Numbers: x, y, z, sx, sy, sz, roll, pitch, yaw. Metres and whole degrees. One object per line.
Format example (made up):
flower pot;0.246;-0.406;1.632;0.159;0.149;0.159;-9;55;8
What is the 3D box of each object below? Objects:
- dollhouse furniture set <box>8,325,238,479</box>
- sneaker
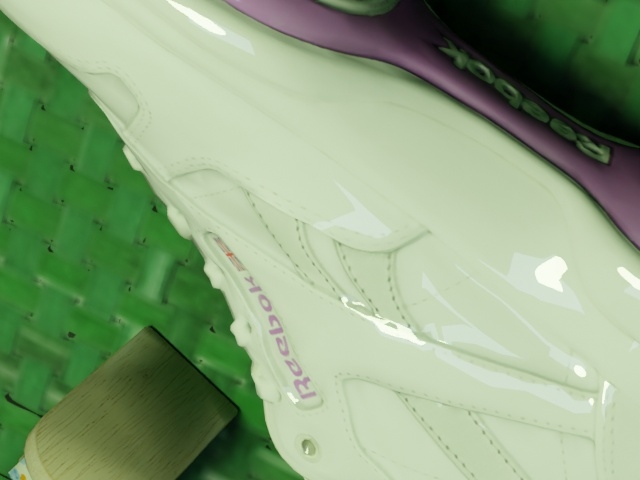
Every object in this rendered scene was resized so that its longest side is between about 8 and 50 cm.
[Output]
dollhouse furniture set;-0.141;0.129;0.585;0.242;0.161;0.212;43;120;2
sneaker;0.000;0.000;0.501;0.305;0.114;0.152;38;118;5
